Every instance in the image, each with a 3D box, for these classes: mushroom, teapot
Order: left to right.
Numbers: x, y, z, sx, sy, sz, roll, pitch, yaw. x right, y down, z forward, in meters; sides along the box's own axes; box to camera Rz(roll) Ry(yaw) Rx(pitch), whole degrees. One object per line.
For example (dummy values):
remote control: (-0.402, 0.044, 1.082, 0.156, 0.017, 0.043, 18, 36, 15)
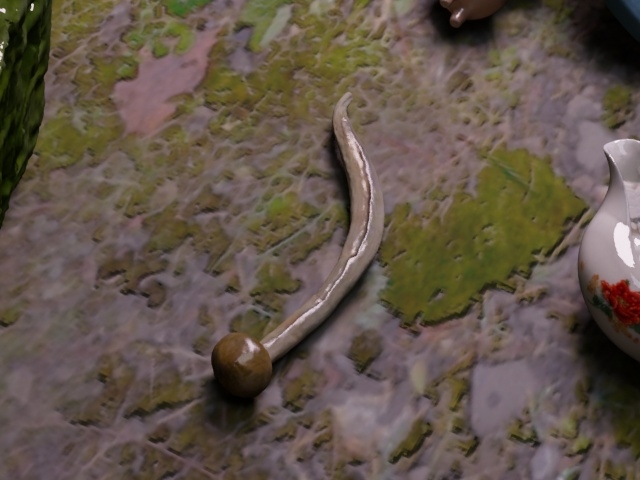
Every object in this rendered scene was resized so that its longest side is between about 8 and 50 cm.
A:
mushroom: (0.002, -0.001, 1.279, 0.068, 0.043, 0.306, 40, 43, -13)
teapot: (0.250, 0.037, 1.274, 0.145, 0.092, 0.226, -22, 59, -29)

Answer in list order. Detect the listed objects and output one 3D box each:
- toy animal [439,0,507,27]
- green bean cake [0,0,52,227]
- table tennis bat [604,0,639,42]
toy animal: (0.137, -0.225, 1.495, 0.089, 0.083, 0.150, 41, 61, 5)
green bean cake: (-0.241, -0.082, 1.154, 0.125, 0.222, 0.248, 11, 43, -4)
table tennis bat: (0.274, -0.281, 1.500, 0.215, 0.044, 0.329, -40, 102, -28)
